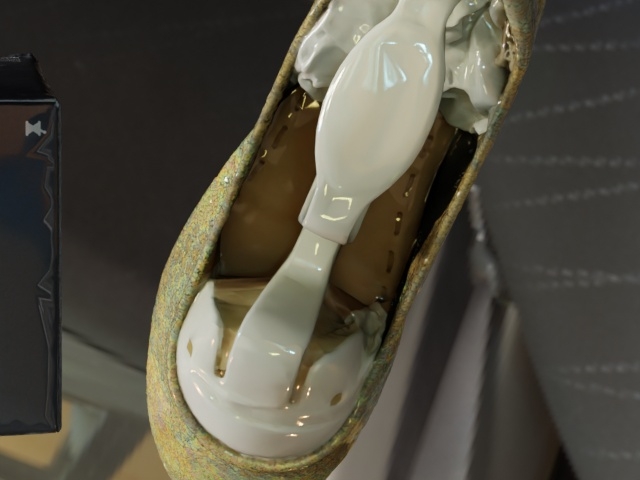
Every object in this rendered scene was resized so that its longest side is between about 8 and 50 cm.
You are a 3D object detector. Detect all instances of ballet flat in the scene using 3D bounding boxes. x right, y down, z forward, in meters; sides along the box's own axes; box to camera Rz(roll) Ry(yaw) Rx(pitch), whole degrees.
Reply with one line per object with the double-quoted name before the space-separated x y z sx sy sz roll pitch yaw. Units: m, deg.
"ballet flat" 0.000 0.000 0.703 0.123 0.348 0.123 21 -159 -9

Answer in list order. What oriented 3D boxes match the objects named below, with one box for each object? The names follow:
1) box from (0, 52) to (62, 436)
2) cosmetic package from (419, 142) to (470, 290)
"box" -0.332 -0.007 1.430 0.182 0.296 0.294 -2 -167 -14
"cosmetic package" 0.058 -0.049 1.478 0.129 0.296 0.153 34 136 -4
